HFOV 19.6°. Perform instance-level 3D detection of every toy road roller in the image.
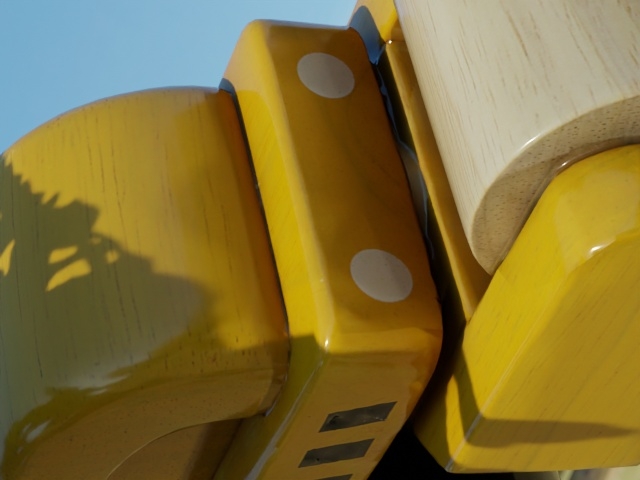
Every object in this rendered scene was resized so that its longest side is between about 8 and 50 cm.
[{"bbox_3d":[0.000,0.000,0.702,0.329,0.241,0.202,117,147,-47],"label":"toy road roller"}]
